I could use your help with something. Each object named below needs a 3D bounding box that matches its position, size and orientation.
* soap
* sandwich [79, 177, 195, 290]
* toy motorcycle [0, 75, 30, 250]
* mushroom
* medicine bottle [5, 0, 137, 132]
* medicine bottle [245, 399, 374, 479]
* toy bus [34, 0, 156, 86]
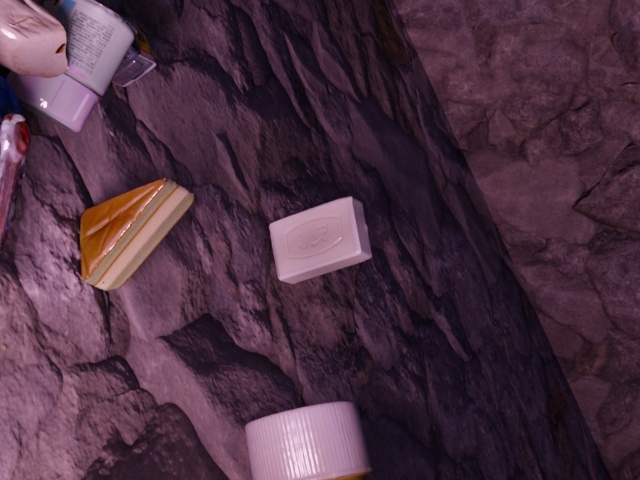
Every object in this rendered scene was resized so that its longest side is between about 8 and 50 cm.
[{"bbox_3d":[0.000,0.000,2.073,0.064,0.183,0.121,24,51,-58],"label":"soap"},{"bbox_3d":[-0.259,-0.005,1.560,0.079,0.163,0.113,33,44,-53],"label":"sandwich"},{"bbox_3d":[-0.443,-0.099,1.293,0.182,0.241,0.319,13,56,-14],"label":"toy motorcycle"},{"bbox_3d":[-0.429,-0.296,1.383,0.247,0.096,0.108,34,29,-4],"label":"mushroom"},{"bbox_3d":[-0.349,-0.249,1.513,0.135,0.135,0.168,33,82,-54],"label":"medicine bottle"},{"bbox_3d":[0.008,0.458,1.700,0.224,0.224,0.385,16,59,-61],"label":"medicine bottle"},{"bbox_3d":[-0.367,-0.325,1.670,0.268,0.092,0.106,22,43,-58],"label":"toy bus"}]
